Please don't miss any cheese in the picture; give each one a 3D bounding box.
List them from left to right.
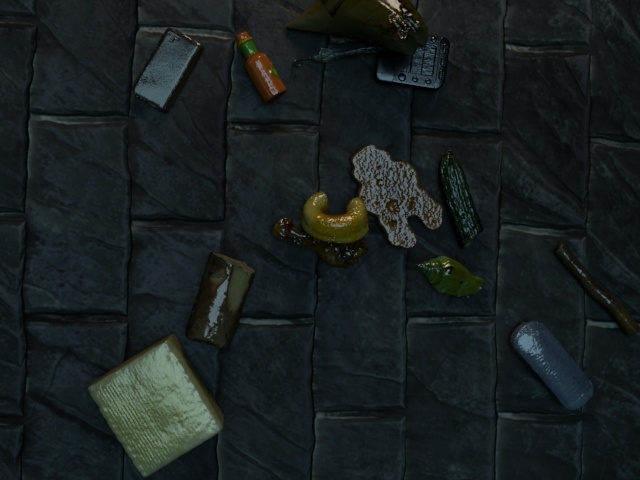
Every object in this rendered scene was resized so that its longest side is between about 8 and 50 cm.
[{"bbox_3d":[-0.407,0.409,1.812,0.243,0.124,0.265,-30,95,-2],"label":"cheese"}]

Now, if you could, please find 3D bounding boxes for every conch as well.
[{"bbox_3d":[0.339,0.095,1.932,0.201,0.079,0.095,33,105,-15],"label":"conch"}]

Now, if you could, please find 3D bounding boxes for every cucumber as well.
[{"bbox_3d":[0.365,-0.110,1.934,0.077,0.077,0.265,-21,91,-7],"label":"cucumber"}]

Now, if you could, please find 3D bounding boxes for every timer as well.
[{"bbox_3d":[0.242,-0.476,1.924,0.187,0.055,0.144,9,87,-3],"label":"timer"}]

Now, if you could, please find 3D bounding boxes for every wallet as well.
[{"bbox_3d":[-0.391,-0.436,1.854,0.110,0.031,0.198,29,86,-6],"label":"wallet"}]

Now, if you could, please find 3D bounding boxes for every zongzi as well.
[{"bbox_3d":[0.089,-0.533,1.832,0.300,0.145,0.273,-29,59,2],"label":"zongzi"}]

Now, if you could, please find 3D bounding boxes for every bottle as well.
[{"bbox_3d":[-0.160,-0.448,1.864,0.069,0.069,0.187,-31,95,-6],"label":"bottle"}]

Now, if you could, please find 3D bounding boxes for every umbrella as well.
[{"bbox_3d":[0.057,-0.495,1.899,0.269,0.044,0.044,-11,53,1],"label":"umbrella"}]

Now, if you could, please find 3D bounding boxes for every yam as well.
[{"bbox_3d":[-0.255,0.156,1.825,0.129,0.128,0.238,20,88,-8],"label":"yam"},{"bbox_3d":[0.760,0.135,1.996,0.327,0.045,0.045,47,62,-5],"label":"yam"}]

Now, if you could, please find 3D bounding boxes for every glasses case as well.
[{"bbox_3d":[0.629,0.338,1.969,0.109,0.067,0.282,-42,93,-8],"label":"glasses case"}]

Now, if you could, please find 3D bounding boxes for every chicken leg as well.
[{"bbox_3d":[-0.001,0.002,1.885,0.252,0.087,0.107,16,56,0],"label":"chicken leg"}]

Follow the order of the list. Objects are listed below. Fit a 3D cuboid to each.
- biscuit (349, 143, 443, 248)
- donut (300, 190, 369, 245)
[{"bbox_3d":[0.191,-0.123,1.924,0.186,0.044,0.295,-35,96,-9],"label":"biscuit"},{"bbox_3d":[0.036,-0.058,1.842,0.181,0.078,0.146,15,46,7],"label":"donut"}]
